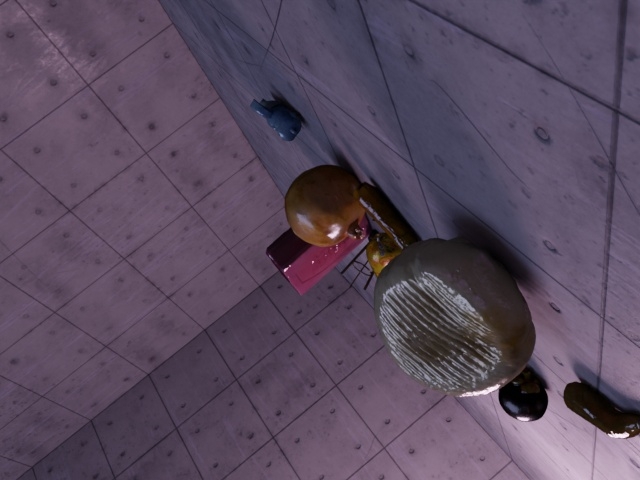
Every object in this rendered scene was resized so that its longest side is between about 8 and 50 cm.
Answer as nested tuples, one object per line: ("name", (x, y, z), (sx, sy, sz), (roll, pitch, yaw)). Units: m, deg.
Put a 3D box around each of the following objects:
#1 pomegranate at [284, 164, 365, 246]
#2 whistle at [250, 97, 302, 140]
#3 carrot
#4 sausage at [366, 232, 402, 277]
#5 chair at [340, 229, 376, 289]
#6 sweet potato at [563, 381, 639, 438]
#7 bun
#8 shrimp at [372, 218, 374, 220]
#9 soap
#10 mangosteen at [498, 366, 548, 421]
("pomegranate", (0.028, -0.097, 1.907), (0.270, 0.252, 0.229), (51, 155, 17))
("whistle", (-0.136, -0.403, 2.036), (0.180, 0.093, 0.269), (24, -166, -37))
("carrot", (0.193, -0.054, 1.742), (0.260, 0.070, 0.070), (51, 174, 1))
("sausage", (0.240, 0.095, 2.047), (0.123, 0.123, 0.347), (46, 172, 44))
("chair", (0.171, 0.069, 2.172), (0.095, 0.221, 0.104), (21, 157, 29))
("sweet potato", (0.590, 0.360, 1.285), (0.081, 0.062, 0.233), (55, 171, -16))
("bun", (0.288, 0.154, 1.337), (0.365, 0.219, 0.365), (23, 132, 29))
("shrimp", (0.147, -0.105, 2.020), (0.091, 0.025, 0.127), (54, 171, -36))
("soap", (0.000, 0.000, 2.170), (0.128, 0.359, 0.233), (44, 172, 30))
("mangosteen", (0.550, 0.412, 1.679), (0.137, 0.137, 0.151), (-139, 46, -61))
